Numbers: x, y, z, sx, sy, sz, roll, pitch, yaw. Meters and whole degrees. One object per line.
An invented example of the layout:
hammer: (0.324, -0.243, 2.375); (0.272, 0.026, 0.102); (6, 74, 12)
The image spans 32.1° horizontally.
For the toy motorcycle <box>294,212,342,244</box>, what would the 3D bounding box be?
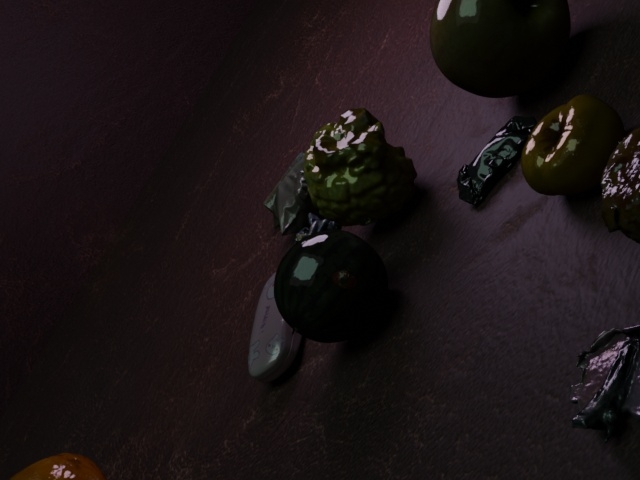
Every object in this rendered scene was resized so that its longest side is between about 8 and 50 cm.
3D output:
toy motorcycle: (0.000, 0.000, 2.366); (0.124, 0.061, 0.193); (-54, 28, 15)

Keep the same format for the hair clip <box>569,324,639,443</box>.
hair clip: (0.378, 0.179, 1.433); (0.146, 0.056, 0.187); (-22, 30, 52)

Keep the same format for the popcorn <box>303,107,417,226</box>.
popcorn: (0.078, -0.147, 2.209); (0.251, 0.206, 0.237); (103, 148, -58)

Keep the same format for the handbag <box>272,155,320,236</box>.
handbag: (-0.016, -0.125, 2.503); (0.270, 0.117, 0.182); (-53, 10, 2)

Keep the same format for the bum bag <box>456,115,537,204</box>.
bum bag: (0.312, -0.153, 2.004); (0.197, 0.049, 0.087); (-49, 28, 10)

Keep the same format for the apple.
apple: (0.326, -0.392, 2.053); (0.257, 0.257, 0.234); (-63, 12, -20)

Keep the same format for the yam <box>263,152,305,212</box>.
yam: (-0.067, -0.132, 2.674); (0.169, 0.068, 0.068); (-52, 23, 2)

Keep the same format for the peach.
peach: (0.400, -0.149, 1.766); (0.179, 0.103, 0.179); (-40, 31, 31)

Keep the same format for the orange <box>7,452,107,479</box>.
orange: (-0.570, 0.586, 2.392); (0.261, 0.261, 0.261); (-42, 26, 26)

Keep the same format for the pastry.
pastry: (0.482, -0.092, 1.533); (0.229, 0.100, 0.218); (-52, 23, 0)

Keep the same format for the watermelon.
watermelon: (0.017, 0.084, 2.037); (0.212, 0.212, 0.212); (-42, 26, 26)

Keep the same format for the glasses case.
glasses case: (-0.085, 0.165, 2.281); (0.113, 0.075, 0.297); (-36, 30, 32)
